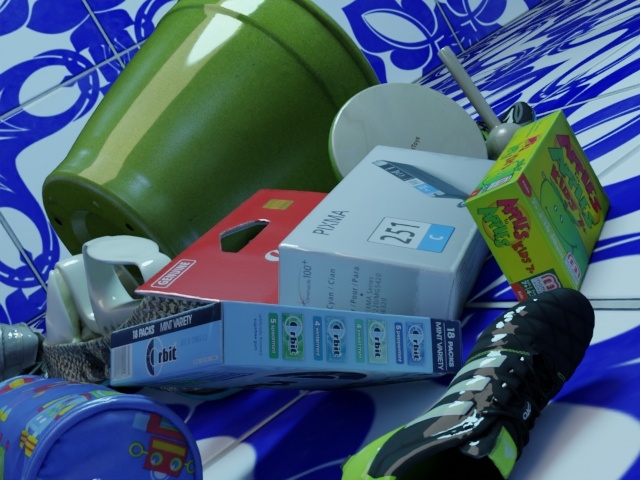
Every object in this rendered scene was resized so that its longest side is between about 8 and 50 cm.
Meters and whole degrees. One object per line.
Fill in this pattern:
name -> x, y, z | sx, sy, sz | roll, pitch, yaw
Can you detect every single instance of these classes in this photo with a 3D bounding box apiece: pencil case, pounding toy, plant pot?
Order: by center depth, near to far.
pencil case -> -0.192, 0.171, 0.759 | 0.119, 0.133, 0.306 | 5, -7, -27
pounding toy -> 0.111, -0.093, 1.198 | 0.237, 0.183, 0.110 | -34, -16, -25
plant pot -> -0.155, -0.100, 1.314 | 0.353, 0.366, 0.366 | -49, 18, -31

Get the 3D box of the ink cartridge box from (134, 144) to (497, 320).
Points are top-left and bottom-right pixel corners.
ink cartridge box -> 0.017, -0.016, 0.904 | 0.261, 0.066, 0.296 | 8, 22, 15

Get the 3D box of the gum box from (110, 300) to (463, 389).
gum box -> -0.025, 0.076, 0.689 | 0.184, 0.041, 0.157 | 7, -15, -35

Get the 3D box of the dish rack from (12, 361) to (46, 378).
dish rack -> -0.461, 0.266, 1.238 | 0.272, 0.074, 0.208 | -28, 9, 14

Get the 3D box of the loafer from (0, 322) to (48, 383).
loafer -> -0.431, 0.180, 1.437 | 0.112, 0.112, 0.319 | -7, -12, -12

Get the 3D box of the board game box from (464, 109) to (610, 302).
board game box -> 0.171, -0.029, 0.779 | 0.043, 0.092, 0.181 | -25, 10, 30

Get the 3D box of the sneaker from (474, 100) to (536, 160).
sneaker -> 0.197, -0.128, 1.278 | 0.188, 0.078, 0.067 | -33, 10, -20

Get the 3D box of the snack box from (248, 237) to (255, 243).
snack box -> 0.000, 0.000, 1.194 | 0.141, 0.037, 0.100 | -1, 16, 44

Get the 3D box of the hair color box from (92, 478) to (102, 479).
hair color box -> -0.248, 0.252, 0.539 | 0.339, 0.110, 0.185 | -22, 14, 34

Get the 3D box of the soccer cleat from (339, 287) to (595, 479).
soccer cleat -> 0.088, 0.092, 0.528 | 0.179, 0.060, 0.072 | -39, 21, -16

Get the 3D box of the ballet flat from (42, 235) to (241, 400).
ballet flat -> -0.209, 0.080, 1.110 | 0.164, 0.182, 0.483 | -37, 11, -30
